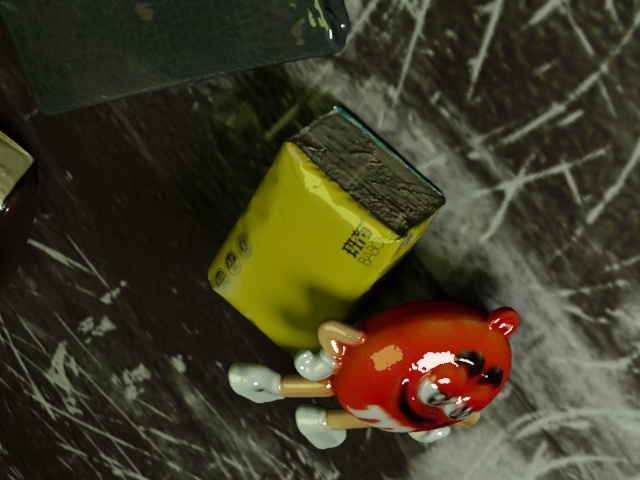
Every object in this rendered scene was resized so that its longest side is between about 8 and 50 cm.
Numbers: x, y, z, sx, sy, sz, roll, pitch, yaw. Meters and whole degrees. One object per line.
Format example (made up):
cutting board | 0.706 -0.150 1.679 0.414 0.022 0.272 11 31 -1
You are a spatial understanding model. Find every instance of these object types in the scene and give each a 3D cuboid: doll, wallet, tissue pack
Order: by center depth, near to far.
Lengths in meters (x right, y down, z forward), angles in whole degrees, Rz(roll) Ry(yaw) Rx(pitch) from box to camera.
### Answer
doll | 0.060 0.108 1.144 0.217 0.085 0.183 -19 143 23
tissue pack | 0.000 0.000 1.151 0.120 0.082 0.169 42 133 7
wallet | -0.131 -0.200 1.165 0.321 0.044 0.170 -8 111 36

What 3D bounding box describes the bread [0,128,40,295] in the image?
bread | -0.371 -0.045 1.380 0.212 0.142 0.224 27 130 4
